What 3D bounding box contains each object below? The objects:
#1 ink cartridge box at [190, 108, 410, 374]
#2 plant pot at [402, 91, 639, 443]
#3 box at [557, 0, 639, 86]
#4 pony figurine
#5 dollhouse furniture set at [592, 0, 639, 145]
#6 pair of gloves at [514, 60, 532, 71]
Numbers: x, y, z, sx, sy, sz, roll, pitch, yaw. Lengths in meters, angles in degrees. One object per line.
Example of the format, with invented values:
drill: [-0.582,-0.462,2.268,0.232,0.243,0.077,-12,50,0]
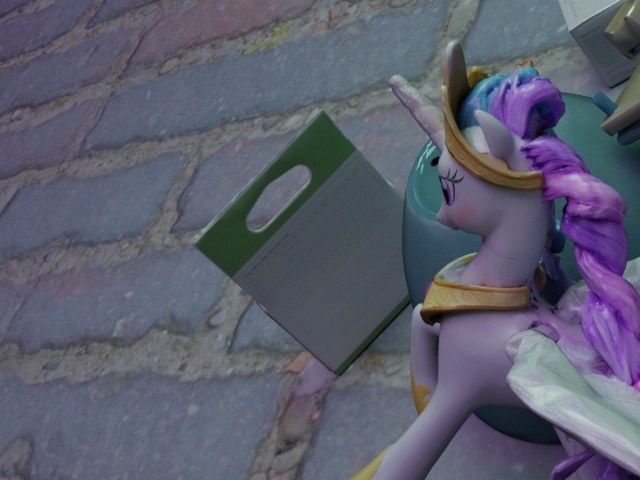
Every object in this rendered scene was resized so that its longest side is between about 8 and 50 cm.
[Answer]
ink cartridge box: [0.000,0.000,1.115,0.171,0.235,0.056,-46,36,-1]
plant pot: [0.178,-0.009,0.970,0.290,0.195,0.290,-29,37,24]
box: [0.300,-0.230,1.175,0.102,0.087,0.101,-29,36,22]
pony figurine: [0.167,0.088,0.740,0.351,0.363,0.303,27,36,30]
dollhouse furniture set: [0.342,-0.129,0.888,0.303,0.198,0.286,-54,6,-27]
pair of gloves: [0.192,-0.158,1.286,0.083,0.010,0.074,-14,43,34]
